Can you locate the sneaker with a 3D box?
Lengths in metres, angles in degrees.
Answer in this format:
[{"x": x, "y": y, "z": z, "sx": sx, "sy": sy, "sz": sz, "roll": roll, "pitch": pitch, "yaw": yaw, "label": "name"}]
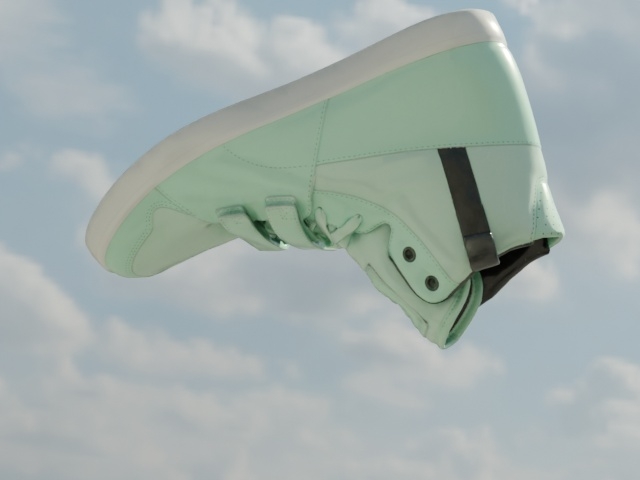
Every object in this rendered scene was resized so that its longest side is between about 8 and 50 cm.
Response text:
[{"x": 0.000, "y": 0.000, "z": 0.989, "sx": 0.256, "sy": 0.151, "sz": 0.094, "roll": -26, "pitch": -16, "yaw": 19, "label": "sneaker"}]
